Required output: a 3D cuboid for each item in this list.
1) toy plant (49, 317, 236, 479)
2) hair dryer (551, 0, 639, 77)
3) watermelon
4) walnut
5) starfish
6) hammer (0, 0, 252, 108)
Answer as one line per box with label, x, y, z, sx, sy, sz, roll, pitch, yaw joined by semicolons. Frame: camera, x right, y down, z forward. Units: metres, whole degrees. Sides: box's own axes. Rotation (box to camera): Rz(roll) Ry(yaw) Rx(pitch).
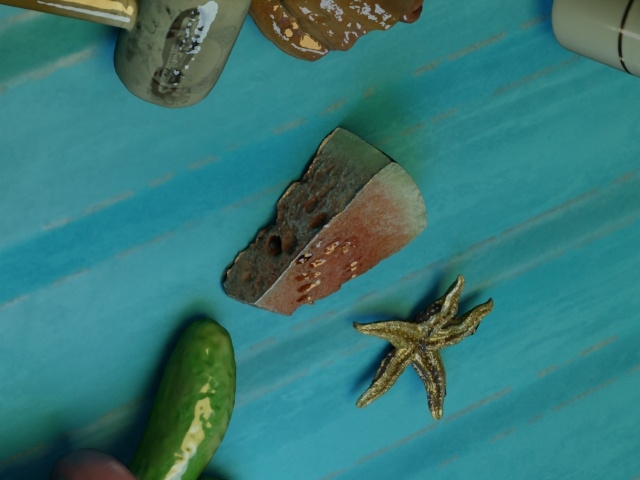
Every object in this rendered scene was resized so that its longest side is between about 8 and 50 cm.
toy plant;-0.211;0.296;1.916;0.356;0.211;0.317;-28;127;-28
hair dryer;0.452;-0.285;1.974;0.362;0.203;0.128;-27;129;-36
watermelon;0.000;0.000;1.942;0.241;0.094;0.154;-41;139;-1
walnut;0.036;-0.292;1.747;0.238;0.141;0.204;-31;123;-13
starfish;0.111;0.123;2.083;0.176;0.053;0.208;25;100;-36
hammer;-0.224;-0.230;1.650;0.306;0.113;0.202;9;138;-19
